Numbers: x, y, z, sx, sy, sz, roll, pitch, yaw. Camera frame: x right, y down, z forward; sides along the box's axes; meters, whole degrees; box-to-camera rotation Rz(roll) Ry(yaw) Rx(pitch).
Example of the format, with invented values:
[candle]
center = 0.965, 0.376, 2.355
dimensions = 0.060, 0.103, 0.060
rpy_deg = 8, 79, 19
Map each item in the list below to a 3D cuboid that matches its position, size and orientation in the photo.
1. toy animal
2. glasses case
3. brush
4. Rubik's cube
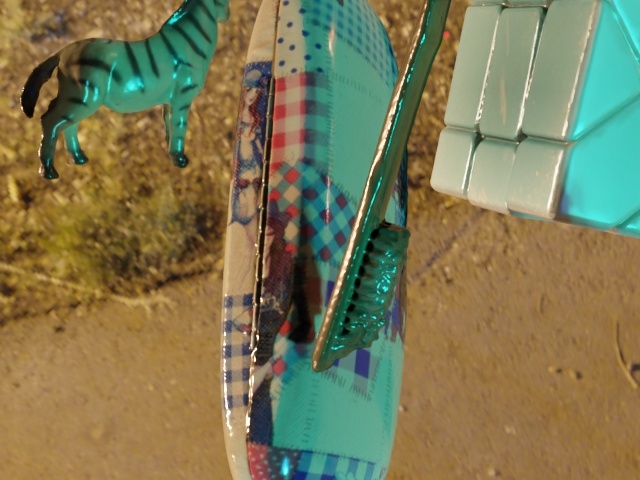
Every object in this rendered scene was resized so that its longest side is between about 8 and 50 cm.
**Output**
[toy animal]
center = -0.156, -0.148, 1.049
dimensions = 0.217, 0.176, 0.073
rpy_deg = -13, 23, -35
[glasses case]
center = 0.000, 0.000, 0.699
dimensions = 0.076, 0.125, 0.327
rpy_deg = -7, 70, 28
[brush]
center = 0.036, -0.024, 0.575
dimensions = 0.028, 0.034, 0.190
rpy_deg = 20, 103, 17
[Rubik's cube]
center = 0.352, -0.168, 1.401
dimensions = 0.316, 0.319, 0.321
rpy_deg = -150, 71, -69
